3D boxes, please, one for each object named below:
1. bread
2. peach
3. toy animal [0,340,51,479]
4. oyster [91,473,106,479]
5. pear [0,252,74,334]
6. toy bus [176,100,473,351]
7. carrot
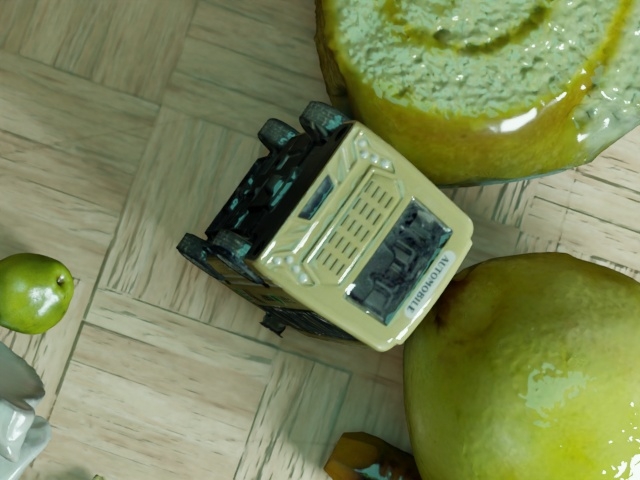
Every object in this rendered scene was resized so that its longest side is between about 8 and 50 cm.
[{"bbox_3d":[0.192,-0.184,1.883,0.395,0.239,0.264,-4,87,-5],"label":"bread"},{"bbox_3d":[0.223,0.168,1.787,0.314,0.316,0.281,0,42,24],"label":"peach"},{"bbox_3d":[-0.396,0.223,1.809,0.206,0.271,0.265,33,95,27],"label":"toy animal"},{"bbox_3d":[-0.245,0.324,1.886,0.121,0.045,0.146,-23,92,-9],"label":"oyster"},{"bbox_3d":[-0.299,0.055,1.901,0.097,0.092,0.092,-13,81,38],"label":"pear"},{"bbox_3d":[0.000,0.000,1.787,0.202,0.365,0.177,37,83,-10],"label":"toy bus"},{"bbox_3d":[0.150,0.286,1.902,0.314,0.066,0.066,29,82,1],"label":"carrot"}]
